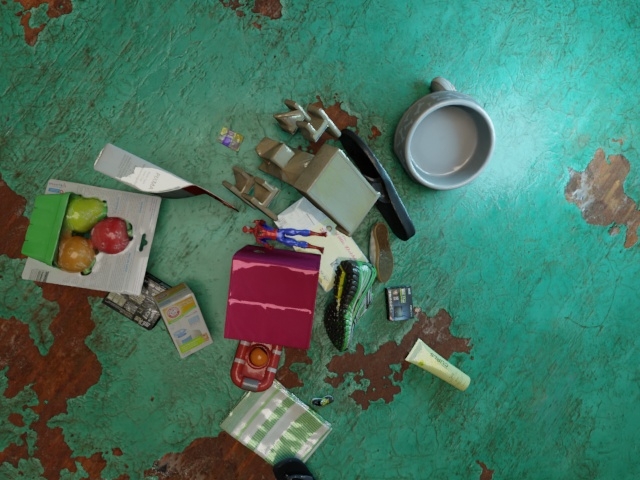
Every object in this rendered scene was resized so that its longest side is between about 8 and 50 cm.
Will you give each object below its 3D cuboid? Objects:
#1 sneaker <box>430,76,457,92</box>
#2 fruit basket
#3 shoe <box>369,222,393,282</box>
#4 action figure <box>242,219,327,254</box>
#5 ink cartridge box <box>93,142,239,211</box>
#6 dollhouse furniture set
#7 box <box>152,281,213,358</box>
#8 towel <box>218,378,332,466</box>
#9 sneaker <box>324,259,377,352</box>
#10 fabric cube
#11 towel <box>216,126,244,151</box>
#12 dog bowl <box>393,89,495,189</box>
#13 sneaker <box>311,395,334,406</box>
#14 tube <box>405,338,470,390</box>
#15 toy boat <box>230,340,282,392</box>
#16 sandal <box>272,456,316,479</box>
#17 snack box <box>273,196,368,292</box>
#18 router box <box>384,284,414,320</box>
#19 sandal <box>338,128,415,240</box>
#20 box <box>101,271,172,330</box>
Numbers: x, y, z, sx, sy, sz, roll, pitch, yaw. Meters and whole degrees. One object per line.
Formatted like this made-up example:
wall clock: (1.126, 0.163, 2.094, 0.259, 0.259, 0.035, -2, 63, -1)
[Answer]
sneaker: (0.429, -0.458, 1.527, 0.111, 0.103, 0.252, -15, 92, -9)
fruit basket: (-0.714, -0.011, 1.350, 0.354, 0.165, 0.326, 10, 80, -12)
shoe: (0.215, 0.044, 1.535, 0.077, 0.058, 0.218, -8, 96, -27)
action figure: (-0.124, -0.012, 1.392, 0.281, 0.139, 0.091, 9, 96, 3)
ink cartridge box: (-0.446, -0.149, 1.313, 0.385, 0.308, 0.091, 28, 87, -8)
dollhouse furniture set: (-0.043, -0.206, 1.377, 0.362, 0.394, 0.256, -54, 135, -5)
box: (-0.443, 0.255, 1.374, 0.114, 0.103, 0.203, -25, 118, -25)
towel: (-0.152, 0.652, 1.500, 0.325, 0.038, 0.247, 40, 87, -7)
sneaker: (0.116, 0.233, 1.465, 0.147, 0.134, 0.343, 2, 112, -31)
fabric cube: (-0.141, 0.167, 1.355, 0.259, 0.254, 0.258, 8, 98, 1)
towel: (-0.312, -0.352, 1.477, 0.083, 0.009, 0.060, 27, 88, -7)
dog bowl: (0.432, -0.332, 1.467, 0.349, 0.102, 0.348, -1, 114, -2)
sneaker: (0.010, 0.578, 1.520, 0.084, 0.035, 0.031, -8, 93, -7)
tube: (0.434, 0.465, 1.566, 0.240, 0.062, 0.070, 34, 46, -2)
toy boat: (-0.205, 0.384, 1.418, 0.151, 0.151, 0.230, 17, 71, -8)
sandal: (-0.061, 0.842, 1.477, 0.097, 0.054, 0.254, -44, 109, -6)
snack box: (0.000, 0.000, 1.497, 0.187, 0.060, 0.321, -36, 95, -3)
router box: (0.287, 0.228, 1.550, 0.092, 0.038, 0.122, -6, 92, -8)
sandal: (0.174, -0.179, 1.464, 0.107, 0.167, 0.445, -33, 96, -10)
box: (-0.594, 0.187, 1.413, 0.180, 0.077, 0.147, 33, 86, -7)
